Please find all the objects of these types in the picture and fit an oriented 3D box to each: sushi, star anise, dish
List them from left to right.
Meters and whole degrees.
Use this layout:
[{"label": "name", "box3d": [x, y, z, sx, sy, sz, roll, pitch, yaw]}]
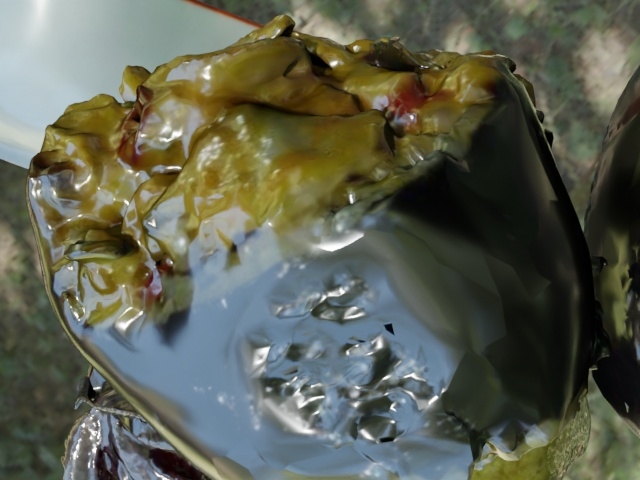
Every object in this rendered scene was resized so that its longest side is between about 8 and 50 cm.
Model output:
[{"label": "dish", "box3d": [-0.136, -0.097, 0.868, 0.256, 0.256, 0.117, 22, 94, 21]}, {"label": "star anise", "box3d": [-0.119, 0.113, 1.069, 0.129, 0.212, 0.283, 17, 132, -21]}, {"label": "sushi", "box3d": [0.001, -0.002, 0.651, 0.213, 0.200, 0.204, -25, 102, 19]}]

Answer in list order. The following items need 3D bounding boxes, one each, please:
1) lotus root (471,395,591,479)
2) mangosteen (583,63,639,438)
[{"label": "lotus root", "box3d": [0.089, 0.147, 0.879, 0.078, 0.183, 0.203, 54, 133, 15]}, {"label": "mangosteen", "box3d": [0.281, 0.010, 0.773, 0.300, 0.300, 0.300, 18, 129, 24]}]
